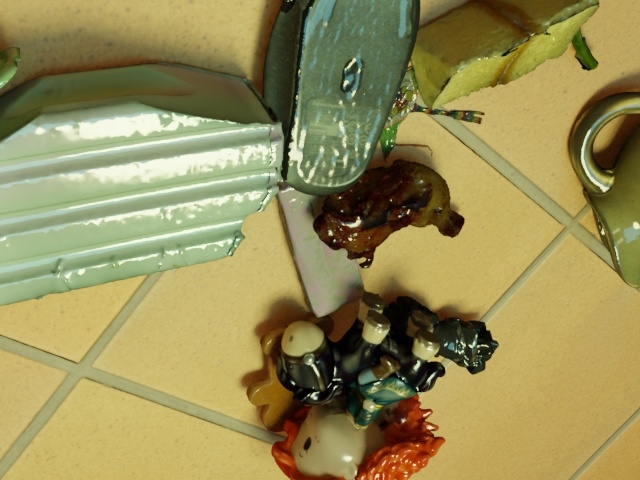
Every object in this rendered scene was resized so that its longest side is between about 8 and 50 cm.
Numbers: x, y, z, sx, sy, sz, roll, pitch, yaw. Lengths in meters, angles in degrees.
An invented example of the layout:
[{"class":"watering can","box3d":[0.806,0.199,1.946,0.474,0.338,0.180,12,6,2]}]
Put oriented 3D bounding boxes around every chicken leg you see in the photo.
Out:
[{"class":"chicken leg","box3d":[0.125,-0.040,1.353,0.322,0.083,0.177,-20,133,-30]}]

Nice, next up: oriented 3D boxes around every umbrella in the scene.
[{"class":"umbrella","box3d":[0.201,0.175,1.554,0.272,0.122,0.110,18,69,-30]}]

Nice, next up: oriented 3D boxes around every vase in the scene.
[{"class":"vase","box3d":[0.582,-0.120,1.493,0.302,0.241,0.329,-41,103,21]}]

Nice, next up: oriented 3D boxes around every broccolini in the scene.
[{"class":"broccolini","box3d":[0.437,-0.395,1.315,0.123,0.062,0.271,-17,129,-3]}]

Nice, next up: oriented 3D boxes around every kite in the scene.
[{"class":"kite","box3d":[0.163,-0.206,1.335,0.244,0.006,0.198,8,117,-31]}]

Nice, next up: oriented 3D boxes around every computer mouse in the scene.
[{"class":"computer mouse","box3d":[0.020,-0.244,1.168,0.203,0.114,0.374,5,114,-27]}]

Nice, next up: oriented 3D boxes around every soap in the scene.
[{"class":"soap","box3d":[-0.278,-0.084,1.098,0.446,0.156,0.261,-12,126,-19]}]

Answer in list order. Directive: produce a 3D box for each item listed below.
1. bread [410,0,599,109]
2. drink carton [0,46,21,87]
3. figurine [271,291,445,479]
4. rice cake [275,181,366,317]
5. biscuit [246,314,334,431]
[{"class":"bread","box3d":[0.271,-0.304,1.261,0.266,0.178,0.142,-29,96,-12]},{"class":"drink carton","box3d":[-0.446,-0.212,0.949,0.146,0.144,0.142,-42,121,4]},{"class":"figurine","box3d":[0.061,0.285,1.448,0.306,0.241,0.412,-13,121,-14]},{"class":"rice cake","box3d":[-0.002,0.000,1.364,0.106,0.050,0.298,-25,130,-11]},{"class":"biscuit","box3d":[-0.060,0.242,1.506,0.165,0.036,0.250,-12,127,-31]}]
